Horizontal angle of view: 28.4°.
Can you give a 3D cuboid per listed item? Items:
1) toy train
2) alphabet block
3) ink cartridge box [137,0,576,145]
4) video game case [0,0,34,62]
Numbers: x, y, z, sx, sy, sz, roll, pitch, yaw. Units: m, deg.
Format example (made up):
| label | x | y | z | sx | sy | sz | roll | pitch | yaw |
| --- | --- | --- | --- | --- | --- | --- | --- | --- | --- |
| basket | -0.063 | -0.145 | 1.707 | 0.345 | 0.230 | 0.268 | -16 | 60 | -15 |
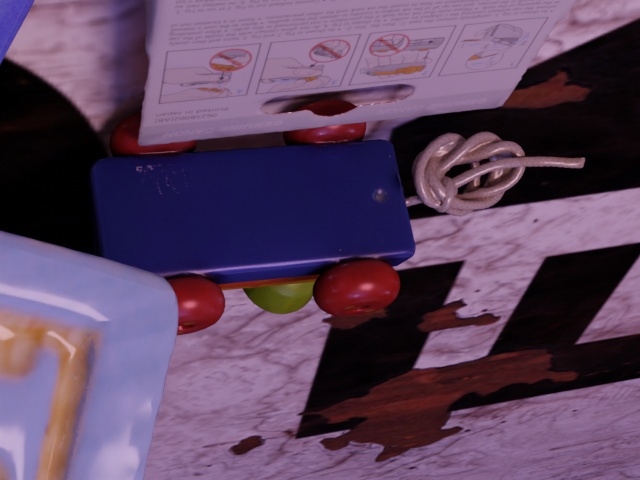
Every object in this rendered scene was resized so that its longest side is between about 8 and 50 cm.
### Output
| label | x | y | z | sx | sy | sz | roll | pitch | yaw |
| --- | --- | --- | --- | --- | --- | --- | --- | --- | --- |
| toy train | 0.000 | 0.000 | 0.667 | 0.248 | 0.105 | 0.143 | -5 | 162 | -18 |
| alphabet block | -0.193 | 0.089 | 0.525 | 0.192 | 0.193 | 0.197 | 18 | 168 | -23 |
| ink cartridge box | 0.020 | -0.119 | 0.502 | 0.189 | 0.066 | 0.232 | -7 | 164 | -15 |
| video game case | -0.163 | -0.091 | 0.234 | 0.244 | 0.061 | 0.269 | -2 | 151 | -36 |
